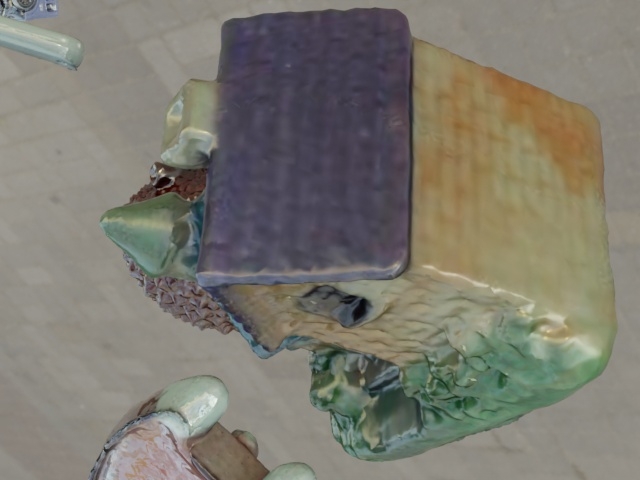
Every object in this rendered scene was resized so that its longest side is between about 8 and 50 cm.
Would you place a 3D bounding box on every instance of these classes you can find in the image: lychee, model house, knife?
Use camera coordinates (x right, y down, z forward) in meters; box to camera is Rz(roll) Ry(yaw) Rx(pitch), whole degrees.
[{"bbox_3d":[-0.171,-0.002,1.744,0.306,0.306,0.330,-3,127,40],"label":"lychee"},{"bbox_3d":[0.000,0.000,0.768,0.280,0.245,0.312,18,151,-26],"label":"model house"},{"bbox_3d":[-0.259,-0.162,0.817,0.162,0.023,0.044,16,177,-5],"label":"knife"}]

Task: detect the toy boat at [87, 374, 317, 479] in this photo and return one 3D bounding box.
[{"bbox_3d":[-0.081,0.177,0.767,0.155,0.085,0.227,41,135,5],"label":"toy boat"}]

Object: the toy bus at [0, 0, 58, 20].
[{"bbox_3d":[-0.378,-0.364,1.361,0.073,0.076,0.167,13,111,40],"label":"toy bus"}]
